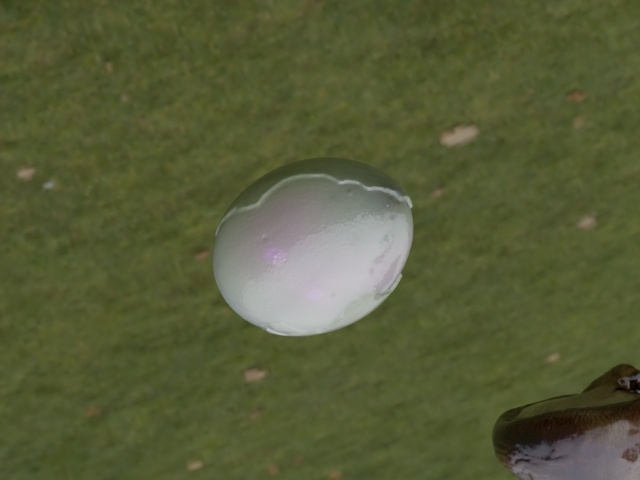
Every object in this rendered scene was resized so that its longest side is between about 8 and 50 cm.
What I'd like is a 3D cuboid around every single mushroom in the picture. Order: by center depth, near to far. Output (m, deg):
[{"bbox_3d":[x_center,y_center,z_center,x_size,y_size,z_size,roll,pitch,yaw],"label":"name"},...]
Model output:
[{"bbox_3d":[0.305,0.237,1.699,0.194,0.138,0.231,-25,180,-11],"label":"mushroom"}]

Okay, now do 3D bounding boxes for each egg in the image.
[{"bbox_3d":[0.000,0.000,1.530,0.183,0.183,0.217,3,148,-46],"label":"egg"}]
